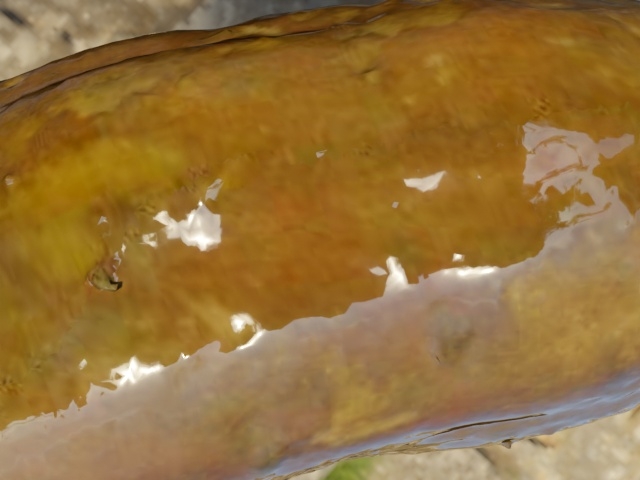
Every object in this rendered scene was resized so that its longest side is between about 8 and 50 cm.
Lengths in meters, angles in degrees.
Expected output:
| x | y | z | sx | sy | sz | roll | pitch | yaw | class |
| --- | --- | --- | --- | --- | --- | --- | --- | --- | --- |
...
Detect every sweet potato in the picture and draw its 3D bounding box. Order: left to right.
| x | y | z | sx | sy | sz | roll | pitch | yaw | class |
| --- | --- | --- | --- | --- | --- | --- | --- | --- | --- |
| 0.000 | 0.000 | 0.445 | 0.369 | 0.158 | 0.158 | -17 | 170 | 4 | sweet potato |
